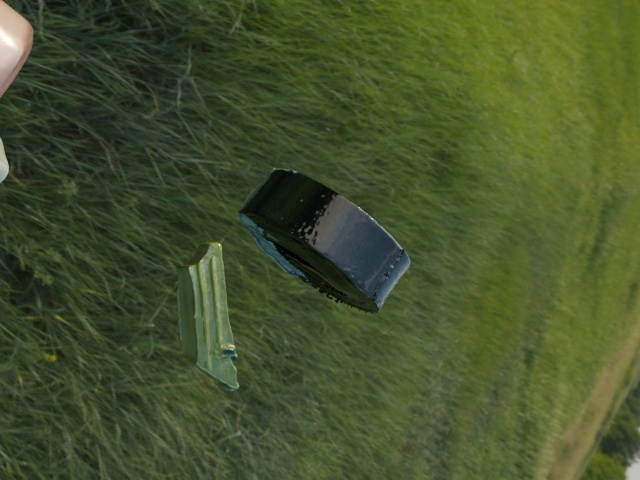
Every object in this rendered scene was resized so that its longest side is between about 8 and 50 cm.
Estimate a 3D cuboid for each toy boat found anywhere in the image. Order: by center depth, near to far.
[{"bbox_3d":[-0.211,0.143,1.157,0.084,0.111,0.277,-8,91,-28],"label":"toy boat"}]

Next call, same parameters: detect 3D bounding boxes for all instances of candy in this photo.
[{"bbox_3d":[-0.467,-0.210,0.799,0.094,0.255,0.255,41,74,-36],"label":"candy"}]

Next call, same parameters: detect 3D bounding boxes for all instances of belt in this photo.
[{"bbox_3d":[0.000,0.000,0.706,0.078,0.198,0.151,-53,166,-17],"label":"belt"}]

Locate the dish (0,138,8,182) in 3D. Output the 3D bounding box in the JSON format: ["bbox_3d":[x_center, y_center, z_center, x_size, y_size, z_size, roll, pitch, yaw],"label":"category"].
[{"bbox_3d":[-0.708,-0.162,1.217,0.191,0.190,0.066,-51,177,-24],"label":"dish"}]
